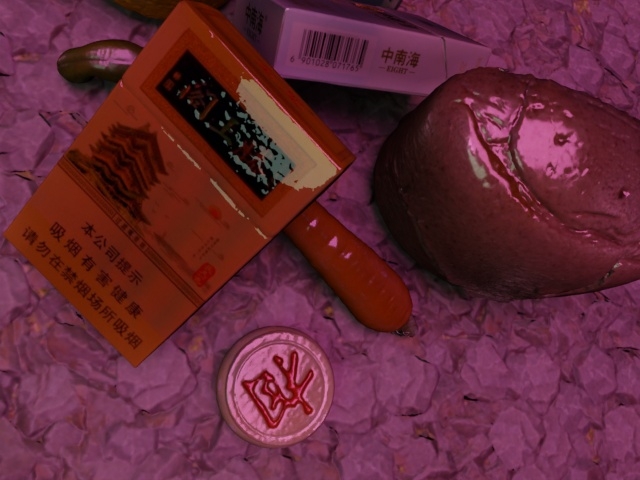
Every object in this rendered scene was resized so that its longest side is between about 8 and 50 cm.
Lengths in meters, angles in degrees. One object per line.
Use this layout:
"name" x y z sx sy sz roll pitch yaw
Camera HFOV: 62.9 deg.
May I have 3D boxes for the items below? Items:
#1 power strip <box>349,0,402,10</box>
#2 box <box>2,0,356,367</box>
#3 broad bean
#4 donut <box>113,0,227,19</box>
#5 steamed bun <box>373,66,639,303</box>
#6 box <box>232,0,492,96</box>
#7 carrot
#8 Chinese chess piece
"power strip" 0.015 -0.385 0.635 0.270 0.118 0.046 43 73 -4
"box" -0.127 -0.039 0.459 0.274 0.076 0.174 -42 94 21
"broad bean" -0.170 -0.191 0.566 0.214 0.070 0.048 -6 106 -16
"donut" -0.181 -0.367 0.575 0.254 0.118 0.253 3 80 -18
"steamed bun" 0.207 -0.029 0.561 0.302 0.251 0.199 18 87 -14
"box" 0.042 -0.218 0.573 0.243 0.067 0.155 -2 36 -27
"carrot" 0.000 0.000 0.542 0.336 0.069 0.069 45 69 -23
"Chinese chess piece" -0.046 0.149 0.537 0.122 0.051 0.121 4 77 -16
